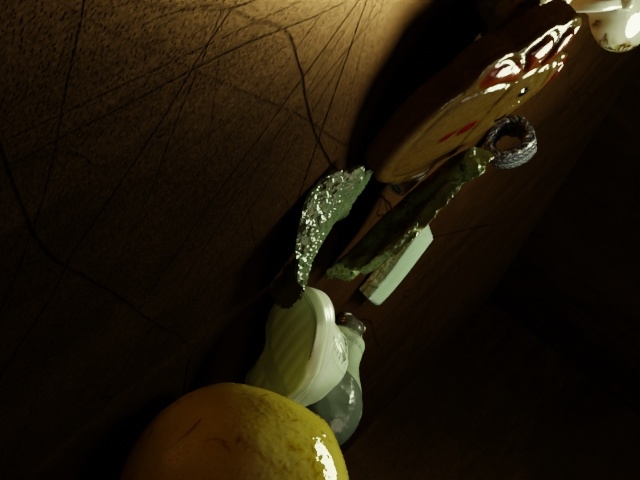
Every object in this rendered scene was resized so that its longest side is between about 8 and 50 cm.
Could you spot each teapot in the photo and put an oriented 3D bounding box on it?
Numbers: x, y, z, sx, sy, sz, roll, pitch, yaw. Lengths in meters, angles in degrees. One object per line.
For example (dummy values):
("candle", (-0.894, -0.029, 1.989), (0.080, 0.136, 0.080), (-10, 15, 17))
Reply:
("teapot", (0.543, -0.450, 2.117), (0.298, 0.139, 0.204), (-23, 122, -58))

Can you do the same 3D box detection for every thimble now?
("thimble", (0.382, -0.200, 2.331), (0.104, 0.095, 0.066), (-16, 155, 3))

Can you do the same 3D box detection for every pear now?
("pear", (-0.123, 0.372, 1.633), (0.348, 0.348, 0.348), (-48, 166, -16))

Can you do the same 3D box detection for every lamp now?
("lamp", (0.026, 0.271, 2.182), (0.314, 0.182, 0.182), (-40, 163, -39))

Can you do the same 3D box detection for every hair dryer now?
("hair dryer", (0.145, -0.127, 1.863), (0.063, 0.037, 0.114), (-43, 157, -27))

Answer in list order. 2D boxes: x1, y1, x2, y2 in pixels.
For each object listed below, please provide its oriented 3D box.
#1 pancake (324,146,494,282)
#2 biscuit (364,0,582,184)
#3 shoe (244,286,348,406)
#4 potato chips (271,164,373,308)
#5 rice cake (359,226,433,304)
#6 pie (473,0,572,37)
("pancake", (0.134, -0.033, 1.850), (0.376, 0.054, 0.197), (-44, -172, 29))
("biscuit", (0.233, -0.212, 1.678), (0.381, 0.074, 0.359), (-26, 167, -34))
("shoe", (-0.007, 0.176, 1.866), (0.160, 0.132, 0.363), (-18, 155, -27))
("potato chips", (-0.008, -0.003, 1.627), (0.167, 0.059, 0.228), (-53, 171, -40))
("rice cake", (0.158, 0.043, 2.334), (0.198, 0.037, 0.189), (-51, 166, -3))
("pie", (0.339, -0.408, 1.665), (0.339, 0.083, 0.339), (-45, 165, -15))
